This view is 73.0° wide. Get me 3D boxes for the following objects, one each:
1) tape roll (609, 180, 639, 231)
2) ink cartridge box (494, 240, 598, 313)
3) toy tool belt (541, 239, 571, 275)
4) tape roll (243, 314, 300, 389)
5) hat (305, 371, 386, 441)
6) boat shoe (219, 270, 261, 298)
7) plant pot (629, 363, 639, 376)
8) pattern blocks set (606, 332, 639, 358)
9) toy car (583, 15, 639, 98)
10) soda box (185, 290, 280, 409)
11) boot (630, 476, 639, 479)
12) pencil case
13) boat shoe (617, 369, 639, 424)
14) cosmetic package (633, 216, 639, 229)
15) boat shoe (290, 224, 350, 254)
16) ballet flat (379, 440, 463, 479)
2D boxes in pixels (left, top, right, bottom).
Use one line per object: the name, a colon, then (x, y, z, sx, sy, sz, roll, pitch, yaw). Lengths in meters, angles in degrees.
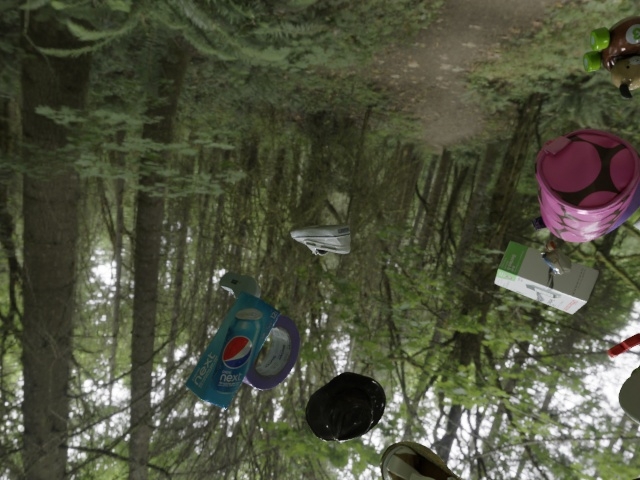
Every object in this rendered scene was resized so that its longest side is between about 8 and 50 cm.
tape roll: (0.892, -0.132, 1.390, 0.090, 0.275, 0.275, 38, -165, -2)
ink cartridge box: (0.746, 0.126, 1.454, 0.272, 0.115, 0.198, 23, 169, 24)
toy tool belt: (0.542, 0.044, 1.013, 0.083, 0.051, 0.052, 49, -134, -5)
tape roll: (-0.145, 0.275, 1.104, 0.080, 0.189, 0.189, 8, -172, 43)
hat: (0.110, 0.681, 1.664, 0.331, 0.332, 0.134, 9, -164, -11)
boat shoe: (-0.185, 0.131, 1.107, 0.083, 0.065, 0.183, 45, 163, -33)
plant pot: (1.083, 0.297, 1.118, 0.366, 0.353, 0.366, 10, -161, -3)
pattern blocks set: (0.768, 0.134, 0.869, 0.285, 0.325, 0.026, -7, -127, -30)
toy car: (0.763, -0.431, 1.057, 0.154, 0.189, 0.149, -10, 155, 15)
soda box: (-0.169, 0.210, 0.847, 0.071, 0.210, 0.067, 12, 158, 48)
boot: (1.042, 0.742, 1.318, 0.280, 0.264, 0.096, 29, -165, -43)
pencil case: (0.287, -0.055, 0.485, 0.209, 0.095, 0.098, 20, -140, -63)
boat shoe: (0.411, 0.178, 0.421, 0.081, 0.079, 0.227, 36, 163, -3)
cosmetic package: (0.602, -0.035, 0.610, 0.183, 0.151, 0.151, 44, -178, 21)
boat shoe: (0.000, 0.000, 1.302, 0.096, 0.088, 0.267, -15, -171, -38)
ballet flat: (0.197, 0.472, 0.846, 0.123, 0.123, 0.348, 5, 177, -25)
